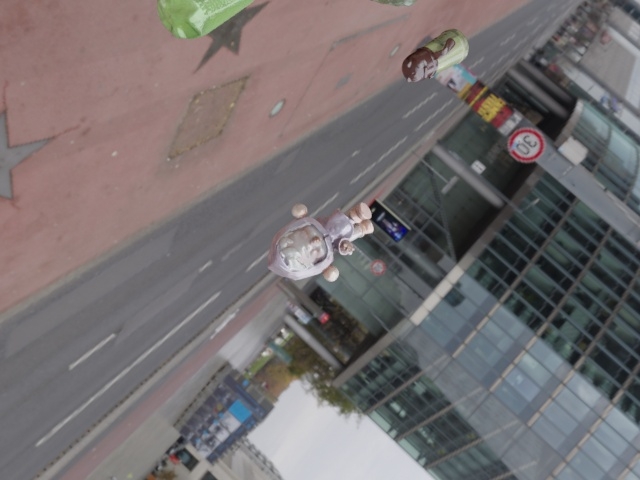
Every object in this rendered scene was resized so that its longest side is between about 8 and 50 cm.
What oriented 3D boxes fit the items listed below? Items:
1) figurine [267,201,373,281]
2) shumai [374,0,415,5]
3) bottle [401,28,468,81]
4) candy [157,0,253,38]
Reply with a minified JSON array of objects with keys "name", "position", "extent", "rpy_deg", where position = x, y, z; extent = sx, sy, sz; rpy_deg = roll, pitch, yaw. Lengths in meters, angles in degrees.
[{"name":"figurine","position":[-0.001,0.000,1.280],"extent":[0.275,0.200,0.133],"rpy_deg":[-25,177,-11]},{"name":"shumai","position":[0.049,-0.434,0.804],"extent":[0.222,0.261,0.225],"rpy_deg":[-44,176,-4]},{"name":"bottle","position":[0.148,-0.242,0.705],"extent":[0.101,0.047,0.063],"rpy_deg":[-34,165,-26]},{"name":"candy","position":[-0.221,-0.575,1.230],"extent":[0.343,0.132,0.142],"rpy_deg":[-48,177,-35]}]
